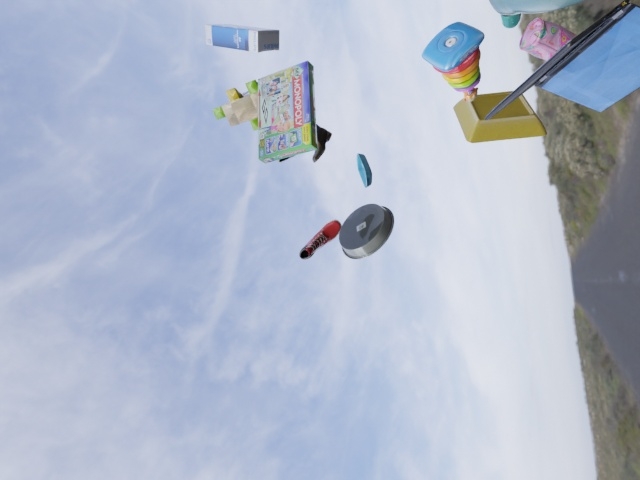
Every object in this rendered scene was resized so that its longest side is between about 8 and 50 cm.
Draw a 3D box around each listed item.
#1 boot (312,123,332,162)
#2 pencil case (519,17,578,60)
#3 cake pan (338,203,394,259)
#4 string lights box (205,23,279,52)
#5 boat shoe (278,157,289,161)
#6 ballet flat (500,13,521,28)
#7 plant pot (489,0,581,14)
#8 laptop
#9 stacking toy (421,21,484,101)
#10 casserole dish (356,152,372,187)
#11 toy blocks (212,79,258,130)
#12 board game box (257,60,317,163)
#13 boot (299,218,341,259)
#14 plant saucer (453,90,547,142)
[{"bbox_3d":[-0.023,-0.531,2.395,0.106,0.082,0.219,34,-118,-23],"label":"boot"},{"bbox_3d":[0.876,-0.703,1.606,0.284,0.124,0.124,19,-120,-14],"label":"pencil case"},{"bbox_3d":[0.199,-0.051,2.001,0.054,0.293,0.293,40,-131,-35],"label":"cake pan"},{"bbox_3d":[-0.299,-0.777,1.682,0.133,0.259,0.077,-36,-42,-49],"label":"string lights box"},{"bbox_3d":[-0.142,-0.422,2.112,0.048,0.153,0.056,57,167,41],"label":"boat shoe"},{"bbox_3d":[0.706,-0.907,1.595,0.087,0.083,0.247,6,-89,-60],"label":"ballet flat"},{"bbox_3d":[0.436,-0.530,0.730,0.293,0.196,0.293,-28,-47,-35],"label":"plant pot"},{"bbox_3d":[0.791,-0.467,1.300,0.408,0.382,0.236,-37,-94,-17],"label":"laptop"},{"bbox_3d":[0.504,-0.594,1.557,0.302,0.175,0.166,40,-168,-50],"label":"stacking toy"},{"bbox_3d":[0.211,-0.336,2.090,0.114,0.037,0.188,84,172,-51],"label":"casserole dish"},{"bbox_3d":[-0.245,-0.623,1.929,0.261,0.381,0.191,-65,-42,-56],"label":"toy blocks"},{"bbox_3d":[-0.119,-0.445,1.530,0.046,0.213,0.317,21,-117,-59],"label":"board game box"},{"bbox_3d":[0.000,0.000,2.182,0.088,0.244,0.176,47,-158,-1],"label":"boot"},{"bbox_3d":[0.790,-0.567,1.947,0.333,0.333,0.081,-89,-8,-45],"label":"plant saucer"}]
